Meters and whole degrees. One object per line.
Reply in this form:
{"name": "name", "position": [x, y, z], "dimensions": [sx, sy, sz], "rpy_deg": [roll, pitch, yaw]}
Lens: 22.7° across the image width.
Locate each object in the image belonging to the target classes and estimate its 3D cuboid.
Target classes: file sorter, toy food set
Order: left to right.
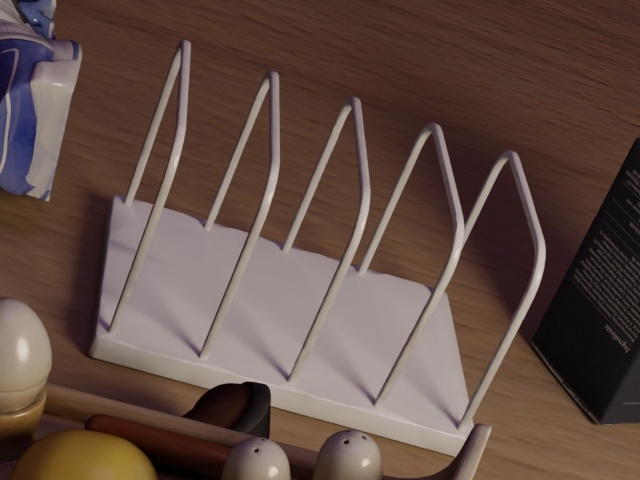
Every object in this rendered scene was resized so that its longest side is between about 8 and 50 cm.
{"name": "toy food set", "position": [-0.092, 0.110, 0.723], "dimensions": [0.306, 0.092, 0.220], "rpy_deg": [12, 28, 12]}
{"name": "file sorter", "position": [0.000, 0.000, 1.134], "dimensions": [0.277, 0.173, 0.193], "rpy_deg": [17, 30, -13]}

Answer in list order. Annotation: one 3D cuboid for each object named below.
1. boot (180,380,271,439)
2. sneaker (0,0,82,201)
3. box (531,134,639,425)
{"name": "boot", "position": [-0.172, 0.131, 0.898], "dimensions": [0.280, 0.096, 0.264], "rpy_deg": [7, 19, 1]}
{"name": "sneaker", "position": [-0.292, -0.138, 1.221], "dimensions": [0.182, 0.127, 0.315], "rpy_deg": [7, 25, -21]}
{"name": "box", "position": [0.286, 0.035, 1.250], "dimensions": [0.153, 0.207, 0.108], "rpy_deg": [4, 34, -34]}
